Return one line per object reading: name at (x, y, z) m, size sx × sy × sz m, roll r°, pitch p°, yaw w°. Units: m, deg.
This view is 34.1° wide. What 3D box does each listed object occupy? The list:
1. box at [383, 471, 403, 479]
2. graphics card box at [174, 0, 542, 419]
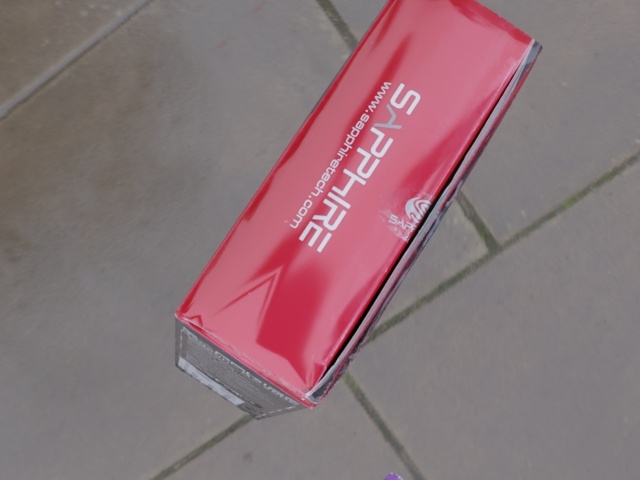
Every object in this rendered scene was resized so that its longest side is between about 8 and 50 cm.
box at (0.136, 0.204, 0.302) m, size 0.057 × 0.201 × 0.293 m, roll -47°, pitch 114°, yaw -14°
graphics card box at (0.000, 0.000, 0.701) m, size 0.094 × 0.371 × 0.233 m, roll 33°, pitch 78°, yaw 0°
